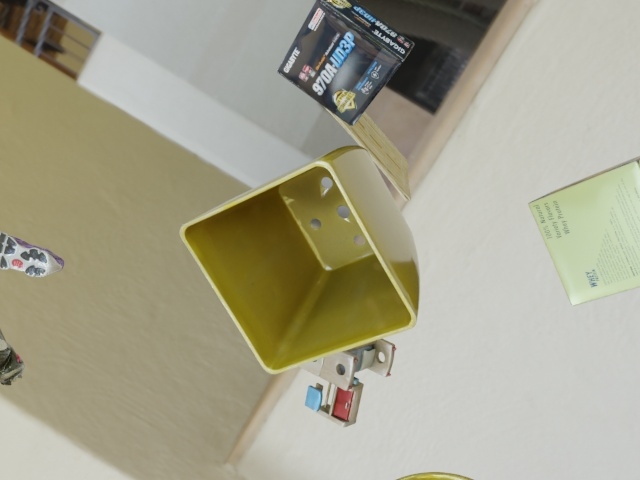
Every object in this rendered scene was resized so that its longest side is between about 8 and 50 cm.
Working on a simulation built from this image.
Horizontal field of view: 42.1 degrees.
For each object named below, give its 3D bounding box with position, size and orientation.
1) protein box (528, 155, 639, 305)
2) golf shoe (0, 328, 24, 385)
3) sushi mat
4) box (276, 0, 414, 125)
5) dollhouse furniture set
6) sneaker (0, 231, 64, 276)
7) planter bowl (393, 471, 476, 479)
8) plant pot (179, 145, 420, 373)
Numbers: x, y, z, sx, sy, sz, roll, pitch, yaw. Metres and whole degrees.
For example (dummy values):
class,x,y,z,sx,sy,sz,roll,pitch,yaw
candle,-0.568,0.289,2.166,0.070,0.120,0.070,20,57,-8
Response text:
class,x,y,z,sx,sy,sz,roll,pitch,yaw
protein box,0.507,-0.021,1.431,0.201,0.199,0.136,-24,-2,39
golf shoe,-0.453,0.103,0.985,0.105,0.273,0.120,-40,-57,-41
sushi mat,0.099,-0.230,1.789,0.019,0.316,0.151,-29,33,26
box,0.038,-0.316,1.442,0.051,0.175,0.220,-57,6,-31
dollhouse furniture set,0.036,0.261,1.508,0.129,0.129,0.183,-7,-68,-50
sneaker,-0.569,0.031,1.599,0.068,0.170,0.071,-70,-19,4
planter bowl,0.142,0.397,1.015,0.217,0.217,0.090,-58,-32,-48
plant pot,0.000,0.000,1.004,0.212,0.212,0.187,-23,16,28
